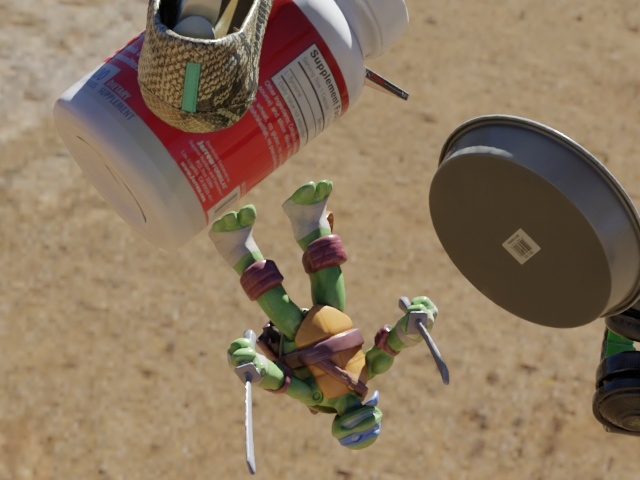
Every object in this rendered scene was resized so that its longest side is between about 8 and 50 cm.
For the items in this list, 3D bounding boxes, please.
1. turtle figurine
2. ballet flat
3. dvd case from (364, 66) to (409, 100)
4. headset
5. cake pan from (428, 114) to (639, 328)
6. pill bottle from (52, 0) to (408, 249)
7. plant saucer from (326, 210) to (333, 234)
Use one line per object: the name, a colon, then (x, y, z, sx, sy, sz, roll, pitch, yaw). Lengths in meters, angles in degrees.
turtle figurine: (0.005, 0.072, 1.556, 0.197, 0.266, 0.274, -28, -12, 13)
ballet flat: (-0.101, -0.336, 1.684, 0.164, 0.182, 0.483, 9, 52, -3)
dvd case: (0.054, -0.222, 2.084, 0.087, 0.013, 0.119, 27, 2, 42)
headset: (0.489, 0.162, 2.223, 0.185, 0.243, 0.394, 9, -6, 0)
cake pan: (0.244, -0.011, 1.823, 0.293, 0.293, 0.054, 24, 52, 31)
pill bottle: (-0.098, -0.195, 1.872, 0.407, 0.229, 0.229, -41, 45, -15)
plant saucer: (0.000, 0.000, 2.129, 0.013, 0.083, 0.083, 14, 25, 10)
